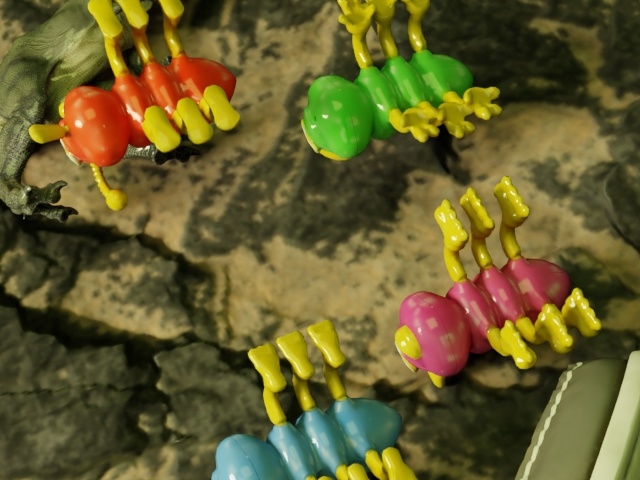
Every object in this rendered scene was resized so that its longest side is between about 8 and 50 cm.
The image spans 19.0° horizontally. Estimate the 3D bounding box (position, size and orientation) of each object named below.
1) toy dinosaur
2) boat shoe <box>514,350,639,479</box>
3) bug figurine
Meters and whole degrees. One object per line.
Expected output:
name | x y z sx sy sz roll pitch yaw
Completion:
toy dinosaur | -0.138 -0.066 0.983 0.268 0.064 0.118 -41 56 -8
boat shoe | 0.074 0.168 0.758 0.091 0.109 0.305 3 53 25
bug figurine | 0.000 0.000 0.879 0.216 0.072 0.279 -18 65 -16
